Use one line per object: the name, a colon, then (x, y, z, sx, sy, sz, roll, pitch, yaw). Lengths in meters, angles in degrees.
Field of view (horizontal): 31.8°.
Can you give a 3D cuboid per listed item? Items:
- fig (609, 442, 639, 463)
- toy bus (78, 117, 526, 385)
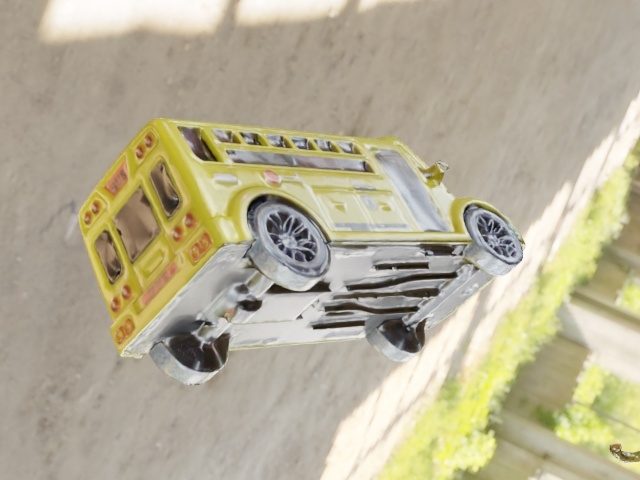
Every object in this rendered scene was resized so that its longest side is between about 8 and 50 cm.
fig: (0.175, 0.090, 0.512, 0.050, 0.083, 0.050, 36, 44, -45)
toy bus: (0.000, 0.000, 0.826, 0.331, 0.151, 0.145, 0, 143, -47)
